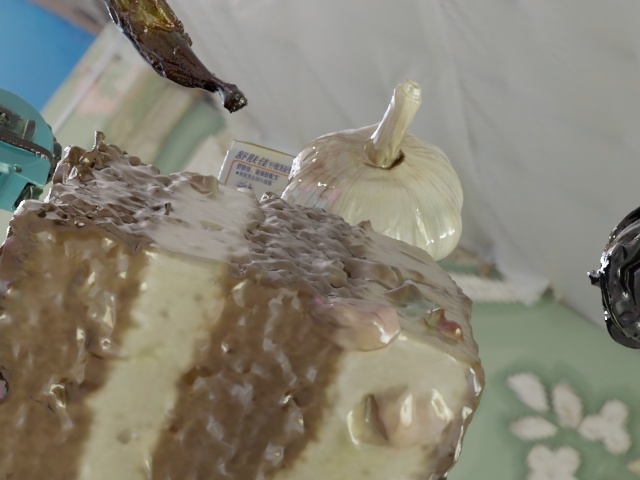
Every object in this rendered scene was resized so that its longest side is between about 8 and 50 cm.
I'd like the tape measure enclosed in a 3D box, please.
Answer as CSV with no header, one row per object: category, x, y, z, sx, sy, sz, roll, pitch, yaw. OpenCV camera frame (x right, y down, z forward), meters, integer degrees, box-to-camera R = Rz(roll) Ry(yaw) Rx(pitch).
tape measure,-0.340,-0.099,1.535,0.146,0.125,0.081,24,-51,-21

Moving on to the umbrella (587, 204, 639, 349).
umbrella,0.217,0.016,0.882,0.090,0.094,0.326,37,13,12

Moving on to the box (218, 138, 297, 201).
box,0.000,0.000,1.707,0.265,0.168,0.097,16,-8,8

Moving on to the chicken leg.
chicken leg,-0.099,-0.134,0.928,0.145,0.037,0.062,53,-29,0

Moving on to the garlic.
garlic,0.058,-0.071,1.492,0.199,0.199,0.226,31,-39,19

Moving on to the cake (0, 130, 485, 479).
cake,-0.072,0.110,0.934,0.290,0.282,0.256,21,14,-3
